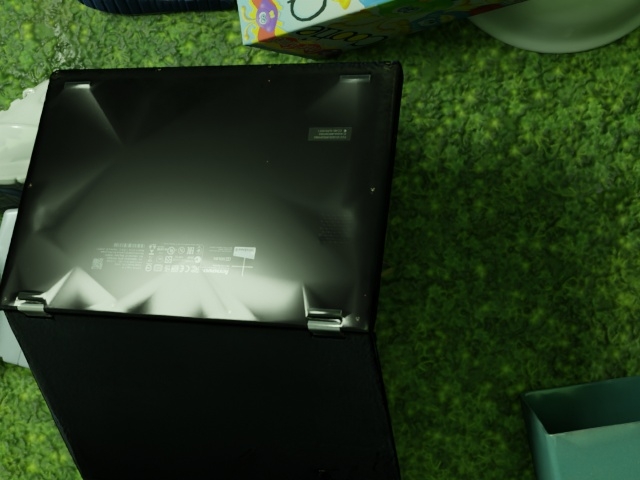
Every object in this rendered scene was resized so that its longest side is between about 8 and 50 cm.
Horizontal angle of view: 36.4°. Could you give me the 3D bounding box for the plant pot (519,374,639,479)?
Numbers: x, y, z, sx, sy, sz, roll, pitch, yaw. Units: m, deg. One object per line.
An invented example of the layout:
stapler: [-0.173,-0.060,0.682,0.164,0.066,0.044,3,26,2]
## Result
plant pot: [0.321,0.282,1.030,0.165,0.166,0.234,-9,95,3]

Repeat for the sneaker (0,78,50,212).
sneaker: [-0.324,-0.111,1.109,0.297,0.111,0.129,-10,77,-4]

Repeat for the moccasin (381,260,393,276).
moccasin: [0.001,0.001,1.071,0.147,0.139,0.380,-3,79,11]

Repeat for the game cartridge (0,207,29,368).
game cartridge: [-0.230,0.071,1.108,0.297,0.062,0.198,16,89,3]

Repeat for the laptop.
laptop: [-0.098,0.054,1.003,0.382,0.236,0.408,2,73,18]

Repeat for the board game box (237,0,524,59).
board game box: [0.059,-0.293,1.006,0.275,0.142,0.144,-10,88,32]

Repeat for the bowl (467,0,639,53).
bowl: [0.271,-0.363,1.061,0.297,0.134,0.298,0,88,3]

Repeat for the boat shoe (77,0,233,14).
boat shoe: [-0.192,-0.300,1.120,0.183,0.066,0.066,-1,84,-7]
